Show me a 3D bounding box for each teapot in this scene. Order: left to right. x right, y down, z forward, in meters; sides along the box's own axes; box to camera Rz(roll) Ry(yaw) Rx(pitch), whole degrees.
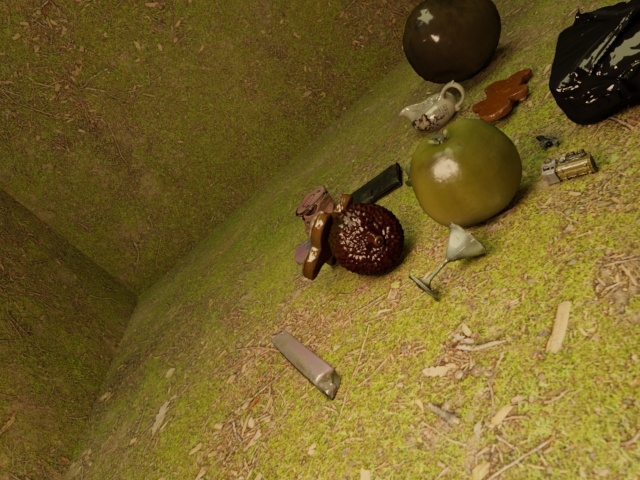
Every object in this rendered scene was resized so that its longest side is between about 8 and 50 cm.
[{"bbox_3d":[0.494,-0.573,1.929,0.300,0.166,0.208,-33,10,49],"label":"teapot"}]

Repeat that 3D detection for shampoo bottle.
[{"bbox_3d":[0.391,-0.291,1.671,0.234,0.087,0.118,-50,25,-16],"label":"shampoo bottle"}]

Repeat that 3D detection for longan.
[{"bbox_3d":[0.592,-0.910,2.042,0.436,0.403,0.404,-23,20,-10],"label":"longan"}]

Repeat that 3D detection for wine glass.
[{"bbox_3d":[0.321,0.059,1.144,0.183,0.122,0.122,-49,22,2],"label":"wine glass"}]

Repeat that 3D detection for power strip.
[{"bbox_3d":[0.000,0.000,1.876,0.279,0.037,0.109,-34,24,22],"label":"power strip"}]

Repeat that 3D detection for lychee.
[{"bbox_3d":[0.137,-0.005,1.399,0.236,0.236,0.271,-49,12,-14],"label":"lychee"}]

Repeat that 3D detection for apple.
[{"bbox_3d":[0.381,-0.169,1.240,0.295,0.258,0.233,-12,39,52],"label":"apple"}]

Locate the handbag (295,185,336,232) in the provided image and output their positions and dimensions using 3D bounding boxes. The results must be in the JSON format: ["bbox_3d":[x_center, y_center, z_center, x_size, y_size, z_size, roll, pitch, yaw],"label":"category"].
[{"bbox_3d":[-0.023,-0.143,2.069,0.179,0.116,0.205,-8,39,53],"label":"handbag"}]

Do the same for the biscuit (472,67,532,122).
[{"bbox_3d":[0.668,-0.522,1.655,0.206,0.049,0.324,-15,30,39],"label":"biscuit"}]

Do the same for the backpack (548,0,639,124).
[{"bbox_3d":[0.817,-0.501,1.126,0.446,0.255,0.363,-16,41,44],"label":"backpack"}]

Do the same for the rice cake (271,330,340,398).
[{"bbox_3d":[-0.052,0.344,1.309,0.070,0.064,0.399,-43,21,-15],"label":"rice cake"}]

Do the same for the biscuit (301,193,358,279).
[{"bbox_3d":[0.042,-0.031,1.591,0.432,0.064,0.282,-42,-31,-59],"label":"biscuit"}]

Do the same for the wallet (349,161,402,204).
[{"bbox_3d":[0.204,-0.203,1.888,0.317,0.044,0.169,-32,26,28],"label":"wallet"}]

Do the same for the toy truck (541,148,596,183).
[{"bbox_3d":[0.624,-0.183,1.128,0.123,0.052,0.062,-15,41,47],"label":"toy truck"}]

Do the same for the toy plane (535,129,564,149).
[{"bbox_3d":[0.657,-0.290,1.293,0.078,0.031,0.083,-44,22,-3],"label":"toy plane"}]
